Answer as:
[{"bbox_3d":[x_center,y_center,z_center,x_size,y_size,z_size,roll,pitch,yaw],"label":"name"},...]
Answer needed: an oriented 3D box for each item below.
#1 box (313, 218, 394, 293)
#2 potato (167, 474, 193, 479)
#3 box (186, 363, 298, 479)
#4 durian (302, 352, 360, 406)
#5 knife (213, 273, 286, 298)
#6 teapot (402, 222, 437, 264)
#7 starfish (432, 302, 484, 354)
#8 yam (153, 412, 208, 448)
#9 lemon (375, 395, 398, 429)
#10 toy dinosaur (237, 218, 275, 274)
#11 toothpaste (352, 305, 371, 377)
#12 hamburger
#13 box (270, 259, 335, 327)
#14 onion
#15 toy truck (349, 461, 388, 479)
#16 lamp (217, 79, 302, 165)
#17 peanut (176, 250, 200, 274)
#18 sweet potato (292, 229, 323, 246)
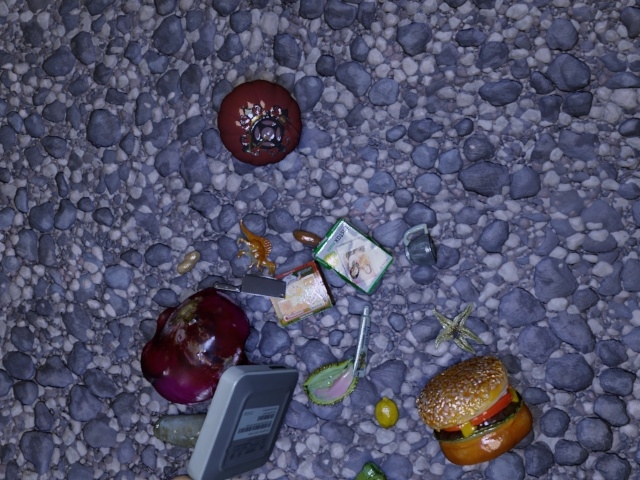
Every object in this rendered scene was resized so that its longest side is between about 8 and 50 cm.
[{"bbox_3d":[0.114,0.053,1.639,0.250,0.103,0.180,36,90,-5],"label":"box"},{"bbox_3d":[-0.527,0.921,1.671,0.178,0.109,0.118,-29,61,-1],"label":"potato"},{"bbox_3d":[-0.237,0.599,1.534,0.090,0.367,0.373,18,88,33],"label":"box"},{"bbox_3d":[0.039,0.496,1.642,0.221,0.095,0.137,-23,105,-18],"label":"durian"},{"bbox_3d":[-0.239,0.150,1.572,0.245,0.019,0.072,8,75,-4],"label":"knife"},{"bbox_3d":[0.345,0.021,1.634,0.108,0.111,0.149,-16,90,19],"label":"teapot"},{"bbox_3d":[0.478,0.308,1.627,0.223,0.050,0.217,42,85,-4],"label":"starfish"},{"bbox_3d":[-0.446,0.690,1.674,0.330,0.133,0.133,-1,86,11],"label":"yam"},{"bbox_3d":[0.232,0.599,1.620,0.082,0.082,0.110,-3,86,6],"label":"lemon"},{"bbox_3d":[-0.237,0.024,1.726,0.142,0.057,0.212,1,87,-5],"label":"toy dinosaur"},{"bbox_3d":[0.151,0.361,1.656,0.037,0.067,0.255,-1,77,44],"label":"toothpaste"},{"bbox_3d":[0.483,0.530,1.477,0.330,0.330,0.250,-27,81,4],"label":"hamburger"},{"bbox_3d":[-0.070,0.188,1.648,0.195,0.148,0.177,-22,83,4],"label":"box"},{"bbox_3d":[-0.375,0.396,1.610,0.398,0.398,0.420,-39,127,3],"label":"onion"},{"bbox_3d":[0.189,0.877,1.552,0.210,0.187,0.148,45,97,7],"label":"toy truck"},{"bbox_3d":[-0.214,-0.414,1.646,0.303,0.257,0.303,-8,118,-16],"label":"lamp"},{"bbox_3d":[-0.500,0.084,1.754,0.054,0.054,0.113,42,92,7],"label":"peanut"},{"bbox_3d":[0.000,0.000,1.705,0.214,0.050,0.050,12,88,3],"label":"sweet potato"}]
